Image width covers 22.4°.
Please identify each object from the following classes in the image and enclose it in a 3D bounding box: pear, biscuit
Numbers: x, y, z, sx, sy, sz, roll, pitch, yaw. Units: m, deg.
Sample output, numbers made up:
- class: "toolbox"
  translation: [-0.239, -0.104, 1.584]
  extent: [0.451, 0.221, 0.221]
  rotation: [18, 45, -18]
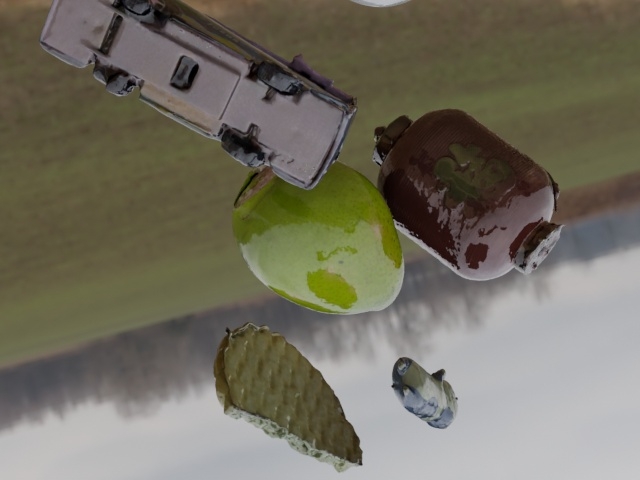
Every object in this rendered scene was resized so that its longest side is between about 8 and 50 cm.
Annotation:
- class: "pear"
  translation: [0.000, 0.000, 1.921]
  extent: [0.187, 0.219, 0.187]
  rotation: [-39, -160, 17]
- class: "biscuit"
  translation: [-0.051, 0.196, 2.133]
  extent: [0.036, 0.187, 0.273]
  rotation: [-34, 134, 25]

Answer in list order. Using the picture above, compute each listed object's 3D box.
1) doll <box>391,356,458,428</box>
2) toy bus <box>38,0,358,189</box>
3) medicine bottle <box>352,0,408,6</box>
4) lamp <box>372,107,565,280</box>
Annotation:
- class: "doll"
  translation: [0.068, 0.100, 1.067]
  extent: [0.027, 0.037, 0.125]
  rotation: [-15, 163, 12]
- class: "toy bus"
  translation: [-0.111, -0.168, 1.597]
  extent: [0.112, 0.317, 0.138]
  rotation: [-61, 173, 19]
- class: "medicine bottle"
  translation: [-0.034, -0.296, 1.370]
  extent: [0.341, 0.130, 0.130]
  rotation: [30, -153, 33]
- class: "lamp"
  translation: [0.176, -0.063, 1.969]
  extent: [0.180, 0.258, 0.180]
  rotation: [-44, 161, -19]
